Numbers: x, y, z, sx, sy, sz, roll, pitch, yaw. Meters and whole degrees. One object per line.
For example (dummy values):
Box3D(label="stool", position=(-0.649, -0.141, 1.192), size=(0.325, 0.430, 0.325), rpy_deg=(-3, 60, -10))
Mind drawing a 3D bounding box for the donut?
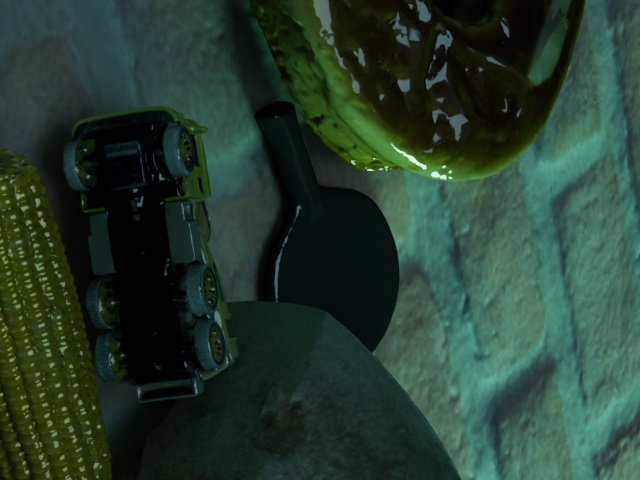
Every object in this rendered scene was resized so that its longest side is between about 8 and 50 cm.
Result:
Box3D(label="donut", position=(0.067, -0.212, 1.115), size=(0.330, 0.160, 0.330), rpy_deg=(-7, 101, -38))

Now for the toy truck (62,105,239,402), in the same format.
Box3D(label="toy truck", position=(-0.104, 0.009, 0.992), size=(0.116, 0.085, 0.191), rpy_deg=(-8, 88, -77))

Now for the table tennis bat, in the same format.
Box3D(label="table tennis bat", position=(0.000, 0.000, 1.157), size=(0.150, 0.027, 0.236), rpy_deg=(-40, 122, -36))

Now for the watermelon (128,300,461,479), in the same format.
Box3D(label="watermelon", position=(-0.038, 0.217, 0.976), size=(0.258, 0.387, 0.228), rpy_deg=(-12, 140, -27))

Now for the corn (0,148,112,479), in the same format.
Box3D(label="corn", position=(-0.190, 0.064, 0.937), size=(0.081, 0.081, 0.249), rpy_deg=(-24, 110, -41))
